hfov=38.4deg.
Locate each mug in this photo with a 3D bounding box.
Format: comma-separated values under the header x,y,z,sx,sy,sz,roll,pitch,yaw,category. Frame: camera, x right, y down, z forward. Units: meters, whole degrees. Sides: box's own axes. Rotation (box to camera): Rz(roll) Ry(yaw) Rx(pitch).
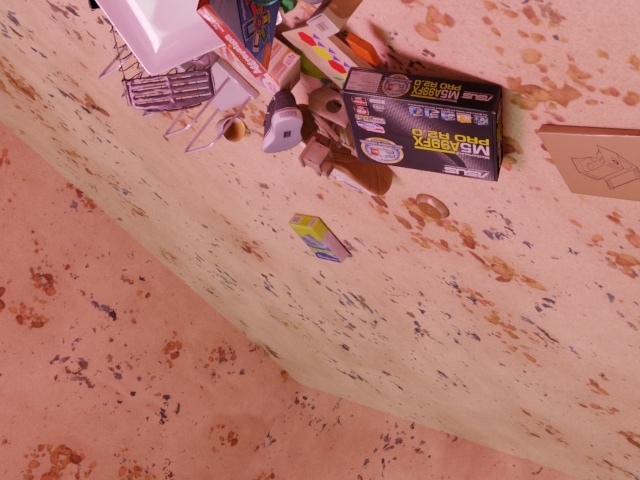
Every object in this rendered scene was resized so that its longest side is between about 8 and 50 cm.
x,y,z,sx,sy,sz,roll,pitch,yaw,category
-0.221,-0.266,2.240,0.078,0.062,0.064,53,162,-28,mug

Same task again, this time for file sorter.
x,y,z,sx,sy,sz,roll,pitch,yaw,category
-0.321,-0.343,2.043,0.277,0.173,0.193,42,160,-22,file sorter

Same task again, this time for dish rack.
x,y,z,sx,sy,sz,roll,pitch,yaw,category
-0.319,-0.380,1.805,0.208,0.074,0.271,-6,114,8,dish rack

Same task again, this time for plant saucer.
x,y,z,sx,sy,sz,roll,pitch,yaw,category
0.244,-0.071,2.021,0.083,0.015,0.083,30,161,11,plant saucer

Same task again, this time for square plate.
x,y,z,sx,sy,sz,roll,pitch,yaw,category
-0.275,-0.486,1.620,0.347,0.049,0.344,-12,124,37,square plate

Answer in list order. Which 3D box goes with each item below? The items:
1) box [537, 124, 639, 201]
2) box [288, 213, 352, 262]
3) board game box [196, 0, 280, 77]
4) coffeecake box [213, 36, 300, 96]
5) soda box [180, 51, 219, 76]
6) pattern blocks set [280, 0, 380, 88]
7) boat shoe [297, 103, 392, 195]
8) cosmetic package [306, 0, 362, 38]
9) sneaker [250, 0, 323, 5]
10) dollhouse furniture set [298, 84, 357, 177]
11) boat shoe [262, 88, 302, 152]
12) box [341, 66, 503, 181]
x,y,z,sx,sy,sz,roll,pitch,yaw,category
0.474,-0.126,1.512,0.201,0.021,0.164,13,152,48,box
0.000,0.000,2.544,0.109,0.042,0.178,11,150,49,box
-0.117,-0.396,1.431,0.027,0.281,0.145,-22,133,29,board game box
-0.130,-0.365,1.782,0.185,0.068,0.142,37,173,4,coffeecake box
-0.323,-0.461,1.877,0.286,0.098,0.091,39,160,-13,soda box
0.026,-0.337,1.687,0.325,0.026,0.285,40,167,-33,pattern blocks set
0.025,-0.184,1.977,0.277,0.098,0.096,40,159,-19,boat shoe
0.034,-0.381,1.465,0.041,0.115,0.060,42,158,-20,cosmetic package
-0.053,-0.420,1.411,0.124,0.178,0.295,29,163,16,sneaker
0.010,-0.193,1.857,0.101,0.161,0.182,29,167,19,dollhouse furniture set
-0.081,-0.238,1.831,0.080,0.076,0.228,-11,170,-7,boat shoe
0.186,-0.204,1.630,0.270,0.060,0.216,11,153,16,box
